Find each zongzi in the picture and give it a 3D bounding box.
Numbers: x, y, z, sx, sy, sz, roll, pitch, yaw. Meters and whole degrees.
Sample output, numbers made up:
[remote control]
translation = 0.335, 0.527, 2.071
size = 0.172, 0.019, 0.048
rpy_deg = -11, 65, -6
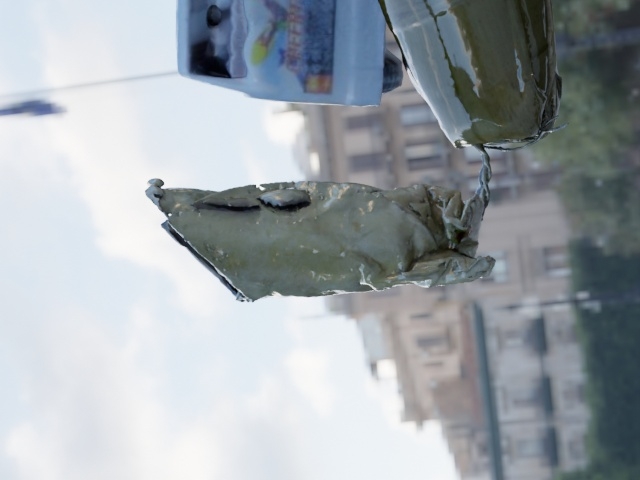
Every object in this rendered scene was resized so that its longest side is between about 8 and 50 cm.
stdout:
[zongzi]
translation = 0.090, -0.128, 0.812
size = 0.189, 0.081, 0.178
rpy_deg = 65, -150, -14

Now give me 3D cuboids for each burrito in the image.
[burrito]
translation = 0.000, 0.000, 0.688
size = 0.041, 0.149, 0.055
rpy_deg = -128, 37, -83

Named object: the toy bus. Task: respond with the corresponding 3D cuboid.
[toy bus]
translation = -0.021, -0.159, 1.027
size = 0.329, 0.136, 0.109
rpy_deg = -98, 8, -76
